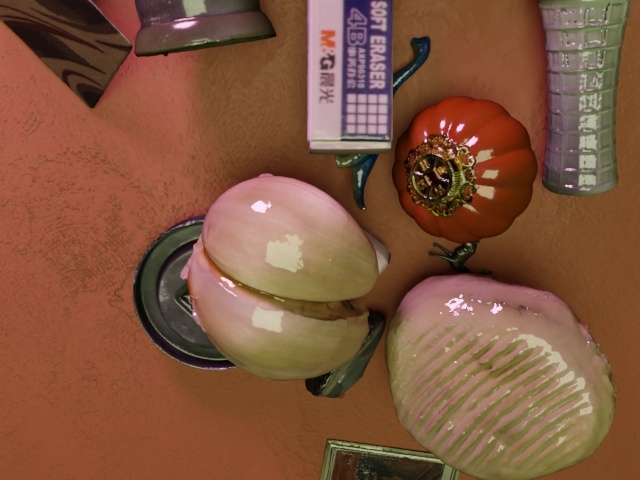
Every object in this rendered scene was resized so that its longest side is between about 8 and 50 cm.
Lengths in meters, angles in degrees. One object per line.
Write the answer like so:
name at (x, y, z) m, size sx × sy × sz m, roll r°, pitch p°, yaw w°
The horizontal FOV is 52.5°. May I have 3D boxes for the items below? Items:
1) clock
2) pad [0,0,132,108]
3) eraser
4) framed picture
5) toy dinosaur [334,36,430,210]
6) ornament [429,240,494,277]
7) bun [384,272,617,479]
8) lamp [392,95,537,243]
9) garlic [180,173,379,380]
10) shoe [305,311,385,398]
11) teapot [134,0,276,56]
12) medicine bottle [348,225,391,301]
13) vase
clock at (-0.181, 0.090, 1.124) m, size 0.280 × 0.055 × 0.281 m, roll 0°, pitch 108°, yaw 0°
pad at (-0.421, -0.352, 0.927) m, size 0.330 × 0.004 × 0.220 m, roll 46°, pitch 146°, yaw -13°
eraser at (0.041, -0.268, 0.950) m, size 0.124 × 0.081 × 0.279 m, roll 0°, pitch 91°, yaw -1°
framed picture at (0.130, 0.502, 1.280) m, size 0.273 × 0.016 × 0.216 m, roll 7°, pitch 109°, yaw -2°
toy dinosaur at (0.103, -0.180, 1.014) m, size 0.188 × 0.075 × 0.248 m, roll -12°, pitch 86°, yaw 8°
ornament at (0.254, 0.032, 1.116) m, size 0.125 × 0.028 × 0.073 m, roll 37°, pitch 105°, yaw -9°
bun at (0.280, 0.215, 1.048) m, size 0.362 × 0.234 × 0.326 m, roll 19°, pitch 103°, yaw 20°
lamp at (0.215, -0.106, 0.983) m, size 0.223 × 0.196 × 0.223 m, roll 10°, pitch 106°, yaw 37°
garlic at (-0.056, 0.061, 0.979) m, size 0.313 × 0.249 × 0.286 m, roll 31°, pitch 90°, yaw 3°
shoe at (0.058, 0.209, 1.162) m, size 0.077 × 0.074 × 0.194 m, roll 32°, pitch 105°, yaw -32°
teapot at (-0.160, -0.439, 0.889) m, size 0.270 × 0.200 × 0.337 m, roll -16°, pitch 108°, yaw -22°
medicine bottle at (0.000, 0.000, 1.079) m, size 0.219 × 0.078 × 0.115 m, roll 38°, pitch 118°, yaw -12°
vase at (0.392, -0.223, 0.976) m, size 0.143 × 0.143 × 0.299 m, roll -7°, pitch 111°, yaw 3°
